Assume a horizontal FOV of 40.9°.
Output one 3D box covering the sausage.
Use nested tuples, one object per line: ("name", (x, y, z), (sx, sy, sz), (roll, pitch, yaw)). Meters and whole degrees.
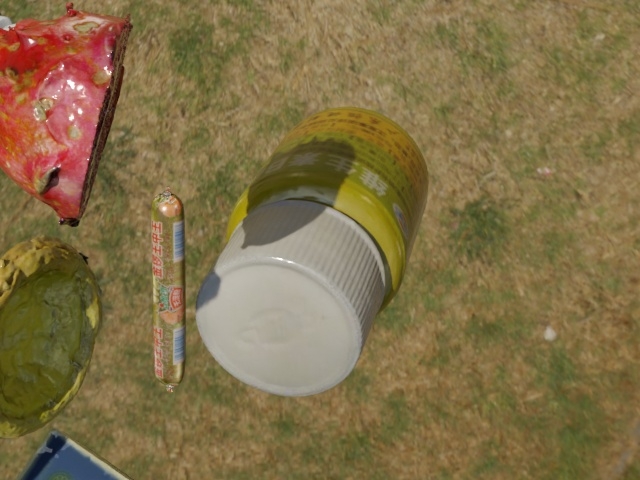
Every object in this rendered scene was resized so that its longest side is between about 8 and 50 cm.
("sausage", (-0.067, 0.024, 0.377), (0.015, 0.015, 0.100), (2, 114, -5))

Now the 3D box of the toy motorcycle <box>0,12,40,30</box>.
("toy motorcycle", (-0.384, -0.198, 0.934), (0.254, 0.112, 0.112), (7, 124, 20))

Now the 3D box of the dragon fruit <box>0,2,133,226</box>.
("dragon fruit", (-0.194, -0.091, 0.575), (0.111, 0.153, 0.153), (15, 119, -9))

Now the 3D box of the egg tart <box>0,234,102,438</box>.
("egg tart", (-0.496, 0.148, 1.397), (0.132, 0.345, 0.345), (17, 123, 21))

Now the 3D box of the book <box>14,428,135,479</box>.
("book", (-0.151, 0.324, 0.662), (0.322, 0.228, 0.018), (30, 164, 16))

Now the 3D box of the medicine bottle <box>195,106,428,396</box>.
("medicine bottle", (0.000, 0.000, 1.057), (0.224, 0.384, 0.224), (7, 122, 12))
